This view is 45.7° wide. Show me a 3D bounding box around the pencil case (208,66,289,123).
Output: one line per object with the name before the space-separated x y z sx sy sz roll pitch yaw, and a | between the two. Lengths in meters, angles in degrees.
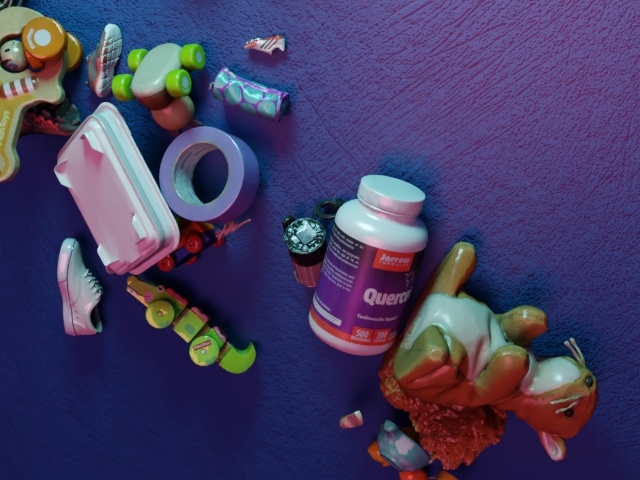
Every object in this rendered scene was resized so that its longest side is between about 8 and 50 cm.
pencil case | -0.136 -0.283 1.478 0.151 0.064 0.070 23 135 9

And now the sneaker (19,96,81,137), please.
sneaker | -0.649 -0.272 1.658 0.276 0.098 0.135 19 128 6

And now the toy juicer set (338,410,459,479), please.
toy juicer set | 0.159 0.437 1.646 0.329 0.089 0.209 45 162 -16

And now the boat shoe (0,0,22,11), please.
boat shoe | -0.674 -0.507 1.546 0.121 0.119 0.335 41 120 -1

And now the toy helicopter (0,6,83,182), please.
toy helicopter | -0.636 -0.293 1.525 0.234 0.140 0.355 13 91 -2

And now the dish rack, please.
dish rack | -0.444 -0.091 1.596 0.285 0.072 0.333 -28 90 48

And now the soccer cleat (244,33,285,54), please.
soccer cleat | -0.106 -0.370 1.449 0.083 0.029 0.036 -7 106 18

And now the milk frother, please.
milk frother | 0.000 0.000 1.541 0.143 0.129 0.135 -17 147 -3

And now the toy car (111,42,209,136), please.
toy car | -0.294 -0.283 1.525 0.155 0.149 0.188 1 142 24

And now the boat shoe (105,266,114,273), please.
boat shoe | -0.493 0.030 1.772 0.035 0.035 0.100 29 128 38

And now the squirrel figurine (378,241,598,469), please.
squirrel figurine | 0.323 0.273 1.480 0.370 0.281 0.397 28 134 -5

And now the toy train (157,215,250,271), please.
toy train | -0.267 -0.047 1.622 0.248 0.105 0.143 -32 85 27

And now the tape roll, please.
tape roll | -0.223 -0.129 1.529 0.188 0.080 0.189 -1 86 19

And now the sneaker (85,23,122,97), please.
sneaker | -0.456 -0.375 1.561 0.064 0.061 0.158 29 119 14

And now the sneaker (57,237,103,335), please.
sneaker | -0.564 0.112 1.811 0.091 0.094 0.258 3 119 -1

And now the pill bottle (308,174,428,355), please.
pill bottle | 0.097 0.047 1.462 0.181 0.181 0.323 20 113 11

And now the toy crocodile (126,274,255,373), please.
toy crocodile | -0.298 0.186 1.722 0.340 0.115 0.105 40 86 1
